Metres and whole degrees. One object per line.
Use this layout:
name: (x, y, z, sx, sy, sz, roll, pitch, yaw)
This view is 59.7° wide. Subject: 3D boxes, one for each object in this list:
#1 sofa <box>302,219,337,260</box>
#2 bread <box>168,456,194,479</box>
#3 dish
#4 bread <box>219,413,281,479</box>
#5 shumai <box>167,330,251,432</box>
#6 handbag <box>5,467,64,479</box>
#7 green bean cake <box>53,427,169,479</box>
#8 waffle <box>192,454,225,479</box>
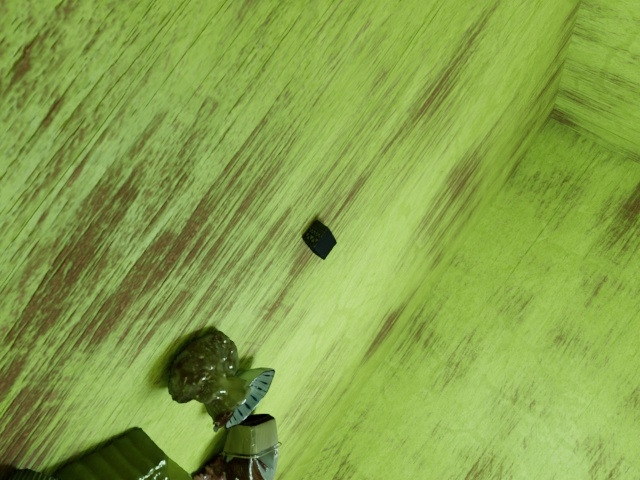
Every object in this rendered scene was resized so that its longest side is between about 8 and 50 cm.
sofa: (0.000, 0.000, 1.327, 0.060, 0.039, 0.118, -51, 159, -7)
bread: (-0.358, 0.667, 1.402, 0.077, 0.138, 0.361, -40, 155, -38)
dish: (-0.201, 0.387, 1.429, 0.191, 0.066, 0.191, -47, 159, -24)
bread: (-0.194, 0.624, 1.629, 0.224, 0.142, 0.212, 21, 67, -68)
shumai: (-0.215, 0.289, 1.150, 0.161, 0.153, 0.209, -46, 161, -5)
handbag: (-0.442, 0.543, 0.840, 0.341, 0.240, 0.247, -64, -170, 9)
green bean cake: (-0.417, 0.509, 1.065, 0.233, 0.124, 0.236, -11, 132, -61)
waffle: (-0.333, 0.726, 1.659, 0.221, 0.055, 0.234, -17, 135, -62)
